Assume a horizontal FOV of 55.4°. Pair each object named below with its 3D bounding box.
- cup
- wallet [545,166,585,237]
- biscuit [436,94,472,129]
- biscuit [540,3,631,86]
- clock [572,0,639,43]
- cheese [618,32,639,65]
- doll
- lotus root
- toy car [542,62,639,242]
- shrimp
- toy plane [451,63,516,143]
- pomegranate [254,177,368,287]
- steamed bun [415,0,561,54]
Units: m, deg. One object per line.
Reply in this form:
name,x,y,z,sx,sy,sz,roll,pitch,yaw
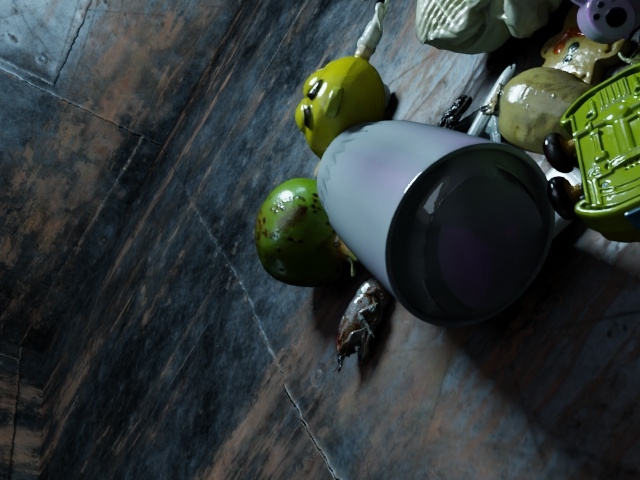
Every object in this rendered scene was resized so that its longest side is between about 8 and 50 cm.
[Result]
cup,0.144,-0.052,0.926,0.253,0.253,0.371,-59,28,6
wallet,0.323,-0.033,0.911,0.190,0.033,0.095,-48,35,25
biscuit,0.244,-0.230,1.128,0.089,0.027,0.087,-54,2,-27
biscuit,0.431,-0.331,0.976,0.225,0.036,0.166,-60,29,4
clock,0.420,-0.433,0.859,0.227,0.248,0.090,-40,0,16
cheese,0.463,-0.267,0.870,0.084,0.041,0.060,-44,36,-8
doll,0.066,-0.274,1.239,0.423,0.161,0.348,92,-160,-66
lotus root,0.334,-0.198,0.927,0.125,0.118,0.221,-41,45,-13
toy car,0.395,-0.097,0.744,0.200,0.142,0.248,-28,35,41
shrimp,0.071,0.157,1.113,0.190,0.073,0.075,-61,-14,-15
toy plane,0.284,-0.205,1.077,0.226,0.058,0.226,-52,20,10
pomegranate,-0.007,0.011,1.235,0.286,0.231,0.231,43,106,29
steamed bun,0.317,-0.479,1.082,0.320,0.206,0.275,-10,90,56
